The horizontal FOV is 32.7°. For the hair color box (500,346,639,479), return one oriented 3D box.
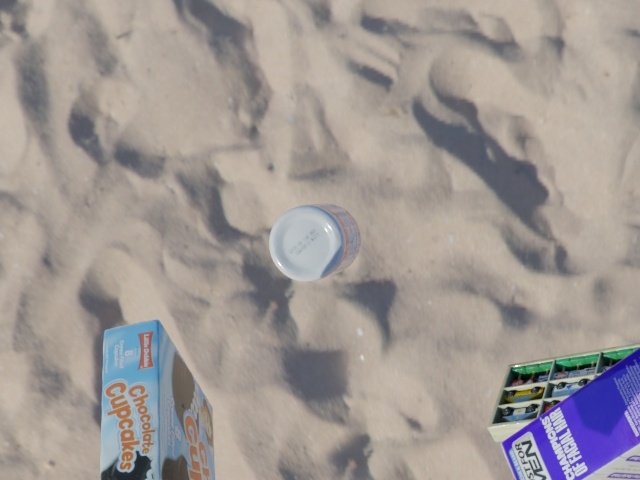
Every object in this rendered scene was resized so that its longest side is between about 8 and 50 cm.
[{"bbox_3d":[0.406,0.213,1.321,0.339,0.185,0.110,-45,50,32],"label":"hair color box"}]

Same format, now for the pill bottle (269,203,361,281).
[{"bbox_3d":[0.000,0.000,1.276,0.087,0.160,0.087,1,93,12],"label":"pill bottle"}]

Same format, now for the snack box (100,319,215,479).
[{"bbox_3d":[-0.141,0.256,0.979,0.060,0.187,0.322,-11,54,5],"label":"snack box"}]

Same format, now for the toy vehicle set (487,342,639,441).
[{"bbox_3d":[0.426,0.255,1.837,0.267,0.035,0.166,-15,27,31],"label":"toy vehicle set"}]
